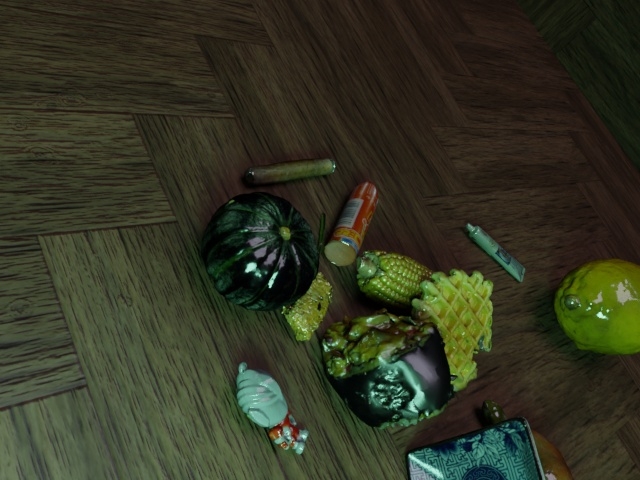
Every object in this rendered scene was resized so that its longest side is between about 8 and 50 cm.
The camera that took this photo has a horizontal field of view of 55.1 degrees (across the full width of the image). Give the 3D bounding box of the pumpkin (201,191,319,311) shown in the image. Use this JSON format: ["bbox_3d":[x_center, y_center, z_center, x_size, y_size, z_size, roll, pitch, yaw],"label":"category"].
[{"bbox_3d":[-0.104,0.019,1.090,0.220,0.162,0.221,21,52,-30],"label":"pumpkin"}]

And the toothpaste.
[{"bbox_3d":[0.483,0.029,1.690,0.233,0.038,0.060,40,44,-14],"label":"toothpaste"}]

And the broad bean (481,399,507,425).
[{"bbox_3d":[0.423,0.441,1.296,0.256,0.053,0.052,49,2,1],"label":"broad bean"}]

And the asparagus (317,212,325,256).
[{"bbox_3d":[0.000,0.000,1.307,0.166,0.016,0.013,-82,153,-44],"label":"asparagus"}]

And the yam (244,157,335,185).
[{"bbox_3d":[-0.065,-0.153,1.348,0.264,0.046,0.046,-14,69,-47],"label":"yam"}]

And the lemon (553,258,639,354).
[{"bbox_3d":[0.779,0.179,1.650,0.285,0.285,0.316,56,21,10],"label":"lemon"}]

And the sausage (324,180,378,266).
[{"bbox_3d":[0.079,-0.053,1.375,0.074,0.074,0.274,38,40,-11],"label":"sausage"}]

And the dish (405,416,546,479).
[{"bbox_3d":[0.278,0.427,1.051,0.080,0.243,0.182,31,40,-43],"label":"dish"}]

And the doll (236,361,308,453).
[{"bbox_3d":[-0.080,0.269,0.982,0.180,0.079,0.094,54,24,-12],"label":"doll"}]

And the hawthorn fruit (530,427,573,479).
[{"bbox_3d":[0.397,0.461,1.167,0.251,0.199,0.199,25,43,-44],"label":"hawthorn fruit"}]

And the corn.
[{"bbox_3d":[0.200,0.105,1.321,0.321,0.119,0.119,24,45,-33],"label":"corn"}]

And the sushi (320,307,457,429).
[{"bbox_3d":[0.124,0.221,1.118,0.204,0.213,0.200,67,19,2],"label":"sushi"}]

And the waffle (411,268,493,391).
[{"bbox_3d":[0.275,0.190,1.278,0.250,0.056,0.261,-5,99,-37],"label":"waffle"}]

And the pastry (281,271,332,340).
[{"bbox_3d":[-0.022,0.123,1.160,0.080,0.056,0.140,51,41,-10],"label":"pastry"}]
